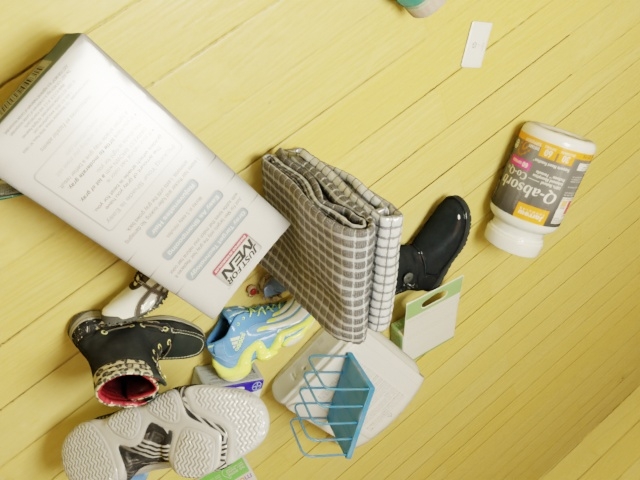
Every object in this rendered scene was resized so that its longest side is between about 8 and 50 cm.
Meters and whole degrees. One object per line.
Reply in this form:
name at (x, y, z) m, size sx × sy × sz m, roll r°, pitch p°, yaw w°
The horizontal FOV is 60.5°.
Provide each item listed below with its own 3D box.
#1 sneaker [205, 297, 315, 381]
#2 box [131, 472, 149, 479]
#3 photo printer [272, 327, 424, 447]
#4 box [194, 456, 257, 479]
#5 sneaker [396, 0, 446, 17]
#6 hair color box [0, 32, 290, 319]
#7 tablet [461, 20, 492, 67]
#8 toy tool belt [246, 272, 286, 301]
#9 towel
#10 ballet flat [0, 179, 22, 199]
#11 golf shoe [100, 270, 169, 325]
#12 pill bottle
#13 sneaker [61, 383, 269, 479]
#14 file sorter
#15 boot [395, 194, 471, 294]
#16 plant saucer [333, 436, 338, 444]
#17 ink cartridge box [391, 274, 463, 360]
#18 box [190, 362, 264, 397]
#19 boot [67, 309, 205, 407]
sneaker at (-0.113, 0.158, 1.040) m, size 0.240 × 0.091 × 0.126 m, roll -40°, pitch 125°, yaw -16°
box at (-0.402, 0.477, 1.075) m, size 0.109 × 0.042 × 0.178 m, roll 12°, pitch 110°, yaw -40°
photo printer at (0.079, 0.323, 1.239) m, size 0.256 × 0.107 × 0.307 m, roll -47°, pitch 124°, yaw 2°
box at (-0.247, 0.654, 1.241) m, size 0.262 × 0.127 × 0.231 m, roll -24°, pitch 129°, yaw -20°
sneaker at (0.203, -0.497, 0.823) m, size 0.121 × 0.108 × 0.302 m, roll 22°, pitch 105°, yaw -46°
hair color box at (-0.235, -0.072, 0.743) m, size 0.185 × 0.113 × 0.374 m, roll -52°, pitch 126°, yaw -7°
tablet at (0.297, -0.371, 1.041) m, size 0.054 × 0.006 × 0.083 m, roll -9°, pitch 122°, yaw -30°
toy tool belt at (-0.093, 0.090, 1.035) m, size 0.083 × 0.051 × 0.052 m, roll -21°, pitch 128°, yaw -22°
towel at (0.000, 0.000, 0.882) m, size 0.121 × 0.284 × 0.235 m, roll -24°, pitch 132°, yaw -26°
ballet flat at (-0.394, -0.075, 0.732) m, size 0.114 × 0.041 × 0.041 m, roll -10°, pitch 123°, yaw -30°
golf shoe at (-0.272, 0.056, 0.882) m, size 0.198 × 0.077 × 0.094 m, roll -34°, pitch 122°, yaw -22°
pill bottle at (0.482, -0.112, 1.232) m, size 0.162 × 0.162 × 0.278 m, roll 0°, pitch 118°, yaw -35°
sneaker at (-0.232, 0.318, 0.940) m, size 0.366 × 0.137 × 0.210 m, roll -18°, pitch 169°, yaw 15°
file sorter at (0.016, 0.323, 1.077) m, size 0.104 × 0.118 × 0.170 m, roll 6°, pitch 111°, yaw -23°
boot at (0.197, 0.023, 1.164) m, size 0.207 × 0.094 × 0.246 m, roll -7°, pitch 128°, yaw -36°
plant saucer at (0.105, 0.444, 1.413) m, size 0.195 × 0.037 × 0.195 m, roll -18°, pitch 127°, yaw -26°
ink cartridge box at (0.254, 0.184, 1.325) m, size 0.171 × 0.056 × 0.235 m, roll -24°, pitch 133°, yaw -20°
box at (-0.194, 0.318, 1.098) m, size 0.126 × 0.072 × 0.137 m, roll -1°, pitch 119°, yaw -34°
boot at (-0.273, 0.195, 0.887) m, size 0.236 × 0.178 × 0.085 m, roll 16°, pitch 105°, yaw -39°
